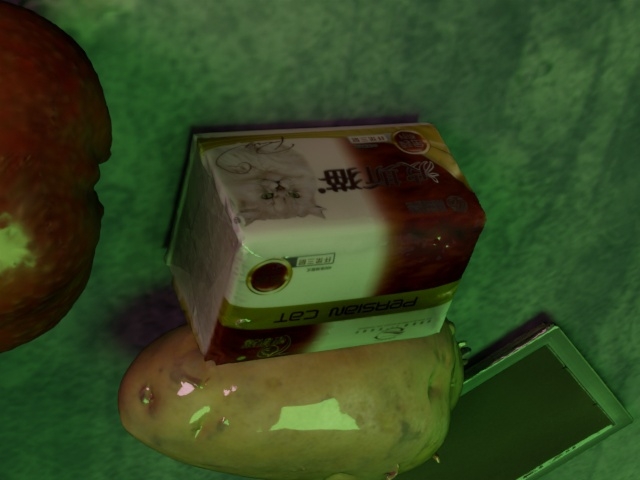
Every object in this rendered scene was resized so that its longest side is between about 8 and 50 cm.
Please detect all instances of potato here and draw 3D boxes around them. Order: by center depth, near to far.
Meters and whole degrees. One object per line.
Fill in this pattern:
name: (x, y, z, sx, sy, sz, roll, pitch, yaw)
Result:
potato: (-0.004, 0.098, 0.820, 0.161, 0.128, 0.235, -32, 151, 32)

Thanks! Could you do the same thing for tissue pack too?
tissue pack: (0.000, 0.000, 0.739, 0.149, 0.099, 0.106, -6, 138, -24)

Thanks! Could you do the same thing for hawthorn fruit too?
hawthorn fruit: (-0.194, -0.032, 0.560, 0.204, 0.162, 0.162, 5, 136, -12)

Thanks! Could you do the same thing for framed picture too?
framed picture: (0.106, 0.185, 1.091, 0.293, 0.018, 0.231, -33, 143, 9)

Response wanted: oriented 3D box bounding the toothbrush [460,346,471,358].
toothbrush: (0.023, 0.102, 0.945, 0.193, 0.013, 0.019, -13, 148, -17)
